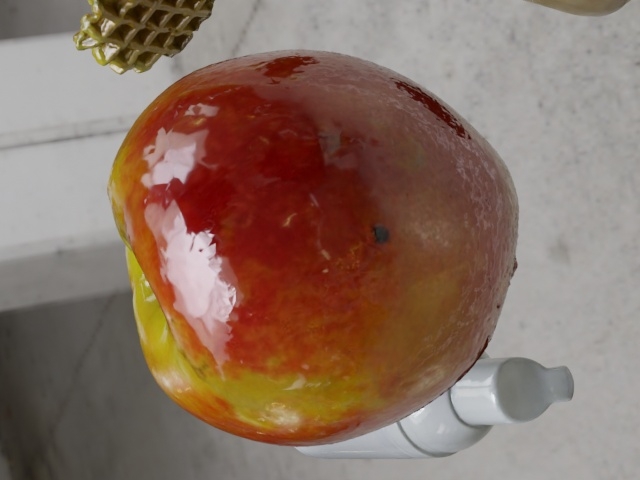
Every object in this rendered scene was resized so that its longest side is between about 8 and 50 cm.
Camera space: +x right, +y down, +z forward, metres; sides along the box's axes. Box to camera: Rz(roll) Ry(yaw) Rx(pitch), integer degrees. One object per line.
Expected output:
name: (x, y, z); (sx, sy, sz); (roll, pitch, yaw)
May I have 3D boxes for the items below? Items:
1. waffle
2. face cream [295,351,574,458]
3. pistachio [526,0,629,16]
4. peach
waffle: (-0.250, -0.326, 2.022); (0.229, 0.219, 0.057); (-47, 64, 24)
face cream: (0.111, 0.170, 1.612); (0.369, 0.145, 0.145); (-13, 87, 52)
pistachio: (0.241, -0.302, 1.494); (0.145, 0.200, 0.117); (164, 121, -75)
peach: (0.000, 0.000, 1.340); (0.388, 0.388, 0.388); (170, 90, -68)
